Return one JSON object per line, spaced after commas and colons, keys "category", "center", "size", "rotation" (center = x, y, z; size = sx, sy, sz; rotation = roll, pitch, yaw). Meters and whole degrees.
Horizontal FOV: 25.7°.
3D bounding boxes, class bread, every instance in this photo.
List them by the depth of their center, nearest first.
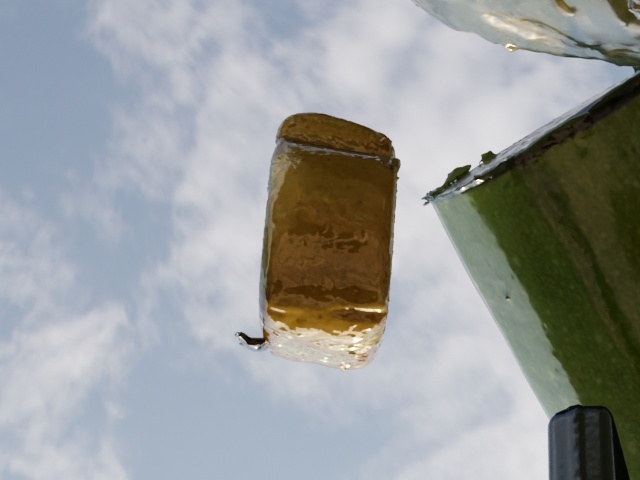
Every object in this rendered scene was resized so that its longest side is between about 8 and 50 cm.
{"category": "bread", "center": [0.000, 0.000, 0.706], "size": [0.073, 0.149, 0.122], "rotation": [6, -107, 1]}

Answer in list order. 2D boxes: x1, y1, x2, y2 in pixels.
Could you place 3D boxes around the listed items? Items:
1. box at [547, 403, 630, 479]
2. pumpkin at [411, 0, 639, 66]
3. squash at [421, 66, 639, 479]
{"category": "box", "center": [0.194, 0.244, 0.966], "size": [0.050, 0.230, 0.160], "rotation": [-9, -50, 17]}
{"category": "pumpkin", "center": [0.175, -0.227, 0.732], "size": [0.328, 0.257, 0.291], "rotation": [24, -60, 30]}
{"category": "squash", "center": [0.293, 0.053, 1.264], "size": [0.263, 0.263, 0.384], "rotation": [-31, -84, -1]}
